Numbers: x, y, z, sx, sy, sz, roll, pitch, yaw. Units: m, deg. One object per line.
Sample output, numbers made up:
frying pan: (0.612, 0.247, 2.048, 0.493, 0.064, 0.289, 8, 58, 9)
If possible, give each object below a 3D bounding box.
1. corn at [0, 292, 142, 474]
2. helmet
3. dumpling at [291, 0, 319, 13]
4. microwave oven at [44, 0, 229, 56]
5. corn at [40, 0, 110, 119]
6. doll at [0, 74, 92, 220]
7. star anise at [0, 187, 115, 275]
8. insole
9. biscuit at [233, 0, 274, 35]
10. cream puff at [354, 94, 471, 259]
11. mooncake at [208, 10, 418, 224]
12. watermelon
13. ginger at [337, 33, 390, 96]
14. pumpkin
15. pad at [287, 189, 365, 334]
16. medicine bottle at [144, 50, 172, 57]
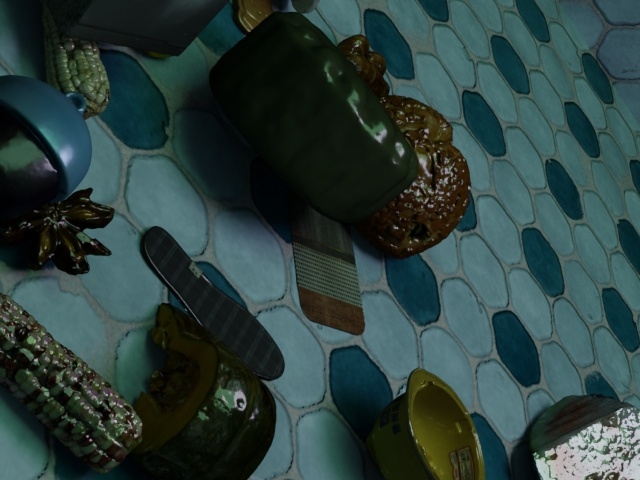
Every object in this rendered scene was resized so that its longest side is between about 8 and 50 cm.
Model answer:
corn: (-0.326, 0.168, 1.406, 0.280, 0.092, 0.092, 46, 36, -16)
helmet: (0.149, 0.330, 1.884, 0.257, 0.140, 0.205, 45, 36, -35)
dumpling: (-0.069, -0.539, 2.184, 0.227, 0.175, 0.243, 64, 23, -57)
microwave oven: (-0.272, -0.537, 1.661, 0.236, 0.374, 0.432, 0, 53, -55)
corn: (-0.349, -0.269, 1.672, 0.087, 0.087, 0.210, 16, 57, -49)
doll: (-0.394, -0.090, 1.405, 0.177, 0.141, 0.314, 43, 56, 4)
star anise: (-0.345, -0.050, 1.534, 0.177, 0.073, 0.234, 26, 50, -23)
insole: (-0.156, 0.098, 1.747, 0.309, 0.012, 0.110, 51, 36, -19)
biscuit: (-0.113, -0.418, 2.154, 0.118, 0.023, 0.140, 26, 47, -42)
cream puff: (0.157, -0.130, 2.153, 0.303, 0.212, 0.303, 32, 41, -33)
mooncake: (-0.001, -0.196, 1.894, 0.356, 0.194, 0.356, 46, 10, -10)
watermelon: (0.556, 0.414, 2.275, 0.387, 0.258, 0.228, -19, 86, -60)
ginger: (0.078, -0.345, 2.324, 0.162, 0.073, 0.103, 28, 60, -50)
pumpkin: (-0.177, 0.222, 1.569, 0.139, 0.190, 0.280, 41, -4, -30)
pad: (-0.022, 0.007, 1.952, 0.323, 0.055, 0.250, 42, 35, -58)
medicine bottle: (-0.285, -0.417, 1.878, 0.095, 0.064, 0.260, -2, 70, -56)
